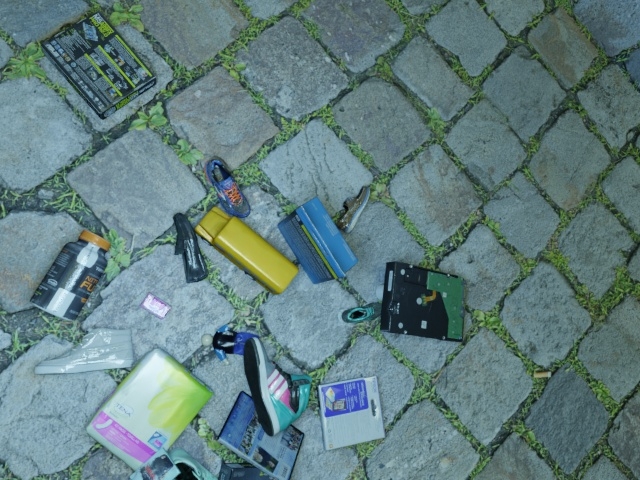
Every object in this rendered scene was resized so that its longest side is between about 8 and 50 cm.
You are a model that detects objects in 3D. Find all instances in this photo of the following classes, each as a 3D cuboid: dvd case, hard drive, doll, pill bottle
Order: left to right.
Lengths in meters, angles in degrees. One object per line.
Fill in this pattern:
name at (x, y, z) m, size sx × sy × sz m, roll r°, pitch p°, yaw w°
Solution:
pill bottle at (-0.699, 0.094, 1.438) m, size 0.130 × 0.130 × 0.246 m, roll 28°, pitch 75°, yaw -11°
dvd case at (-0.452, 0.640, 1.373) m, size 0.119 × 0.013 × 0.087 m, roll -41°, pitch 73°, yaw -8°
doll at (-0.279, 0.324, 1.576) m, size 0.188 × 0.046 × 0.129 m, roll 12°, pitch 77°, yaw -15°
dvd case at (-0.174, 0.594, 1.526) m, size 0.253 × 0.022 × 0.180 m, roll 38°, pitch 34°, yaw -8°
hard drive at (0.360, 0.216, 1.740) m, size 0.338 × 0.064 × 0.237 m, roll 12°, pitch 78°, yaw -29°

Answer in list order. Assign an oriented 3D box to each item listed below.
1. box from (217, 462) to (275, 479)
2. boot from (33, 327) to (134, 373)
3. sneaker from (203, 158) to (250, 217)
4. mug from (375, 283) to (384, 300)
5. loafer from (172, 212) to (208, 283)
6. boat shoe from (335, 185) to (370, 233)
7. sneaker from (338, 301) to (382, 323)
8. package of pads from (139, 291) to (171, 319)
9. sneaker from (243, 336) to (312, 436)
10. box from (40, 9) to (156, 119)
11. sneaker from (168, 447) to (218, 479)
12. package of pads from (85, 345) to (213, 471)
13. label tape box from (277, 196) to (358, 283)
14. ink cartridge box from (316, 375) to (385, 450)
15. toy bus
box at (-0.204, 0.753, 1.478) m, size 0.232 × 0.059 × 0.184 m, roll 23°, pitch 74°, yaw -41°
boot at (-0.672, 0.313, 1.443) m, size 0.258 × 0.095 × 0.124 m, roll 0°, pitch 76°, yaw -26°
sneaker at (-0.301, -0.167, 1.622) m, size 0.083 × 0.087 × 0.221 m, roll -38°, pitch 93°, yaw -18°
mug at (0.234, 0.171, 1.747) m, size 0.062 × 0.064 × 0.078 m, roll 18°, pitch 76°, yaw -13°
loafer at (-0.417, 0.024, 1.563) m, size 0.078 × 0.076 × 0.223 m, roll -20°, pitch 92°, yaw -27°
boat shoe at (0.113, -0.117, 1.753) m, size 0.066 × 0.066 × 0.183 m, roll 28°, pitch 75°, yaw -10°
sneaker at (0.146, 0.248, 1.702) m, size 0.166 × 0.076 × 0.065 m, roll -13°, pitch 86°, yaw -19°
package of pads at (-0.502, 0.199, 1.534) m, size 0.083 × 0.032 × 0.050 m, roll 35°, pitch 75°, yaw -9°
sneaker at (-0.120, 0.425, 1.556) m, size 0.178 × 0.123 × 0.296 m, roll -13°, pitch 87°, yaw -35°
box at (-0.687, -0.547, 1.576) m, size 0.216 × 0.060 × 0.270 m, roll -43°, pitch 96°, yaw -19°
sneaker at (-0.343, 0.712, 1.442) m, size 0.256 × 0.151 × 0.094 m, roll 45°, pitch 72°, yaw -6°
package of pads at (-0.494, 0.484, 1.458) m, size 0.229 × 0.101 × 0.296 m, roll 43°, pitch 72°, yaw -8°
label tape box at (0.000, 0.000, 1.559) m, size 0.106 × 0.333 × 0.241 m, roll -33°, pitch 92°, yaw -19°
ink cartridge box at (0.099, 0.562, 1.656) m, size 0.208 × 0.045 × 0.206 m, roll -5°, pitch 83°, yaw -17°
toy bus at (-0.234, 0.031, 1.590) m, size 0.332 × 0.130 × 0.108 m, roll 40°, pitch 73°, yaw -8°
